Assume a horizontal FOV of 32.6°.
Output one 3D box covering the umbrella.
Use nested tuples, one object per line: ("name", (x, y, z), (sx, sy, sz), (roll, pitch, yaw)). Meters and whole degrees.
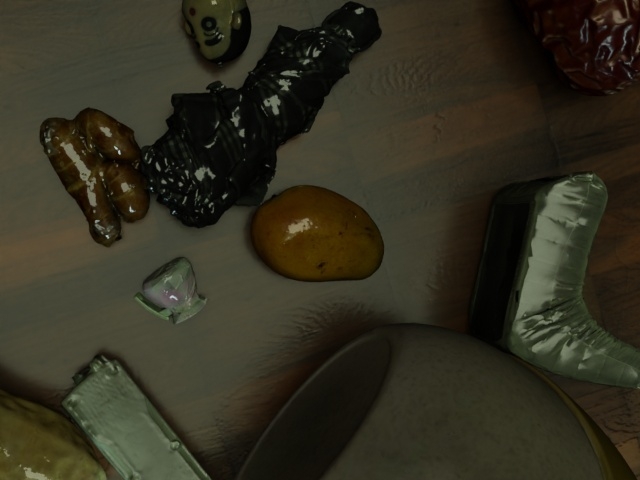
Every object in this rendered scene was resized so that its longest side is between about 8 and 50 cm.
("umbrella", (-0.074, -0.166, 1.264), (0.154, 0.128, 0.336), (40, 76, -27))

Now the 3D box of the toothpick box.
("toothpick box", (0.145, 0.326, 1.142), (0.425, 0.409, 0.409), (41, 84, -12))

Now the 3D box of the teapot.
("teapot", (-0.174, 0.064, 1.277), (0.083, 0.064, 0.064), (-28, 103, 24))

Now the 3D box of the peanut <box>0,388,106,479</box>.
("peanut", (-0.371, 0.216, 1.199), (0.313, 0.149, 0.149), (31, 85, -5))

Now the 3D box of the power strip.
("power strip", (-0.183, 0.256, 1.244), (0.080, 0.048, 0.286), (-40, 83, -17))

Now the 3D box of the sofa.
("sofa", (0.290, 0.043, 1.270), (0.176, 0.210, 0.225), (13, 87, -7))

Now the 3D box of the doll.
("doll", (-0.115, -0.289, 1.274), (0.089, 0.102, 0.179), (3, 88, -48))

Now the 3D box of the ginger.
("ginger", (-0.246, -0.081, 1.258), (0.103, 0.073, 0.162), (-25, 100, 5))

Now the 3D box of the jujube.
("jujube", (0.336, -0.298, 1.288), (0.213, 0.213, 0.232), (-28, 92, -8))

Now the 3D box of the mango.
("mango", (0.000, -0.007, 1.282), (0.165, 0.089, 0.115), (3, 109, -13))
